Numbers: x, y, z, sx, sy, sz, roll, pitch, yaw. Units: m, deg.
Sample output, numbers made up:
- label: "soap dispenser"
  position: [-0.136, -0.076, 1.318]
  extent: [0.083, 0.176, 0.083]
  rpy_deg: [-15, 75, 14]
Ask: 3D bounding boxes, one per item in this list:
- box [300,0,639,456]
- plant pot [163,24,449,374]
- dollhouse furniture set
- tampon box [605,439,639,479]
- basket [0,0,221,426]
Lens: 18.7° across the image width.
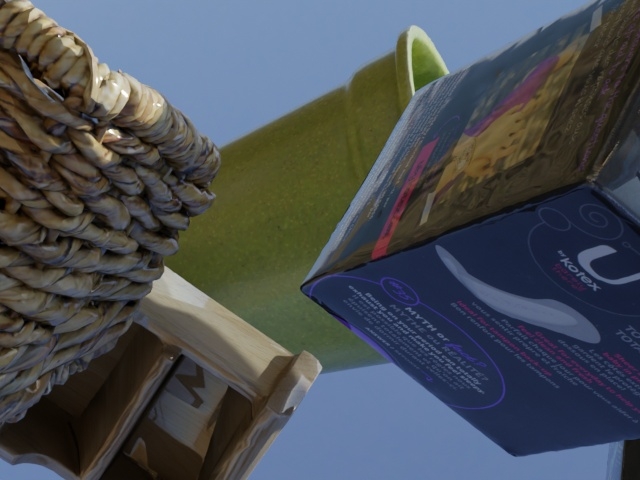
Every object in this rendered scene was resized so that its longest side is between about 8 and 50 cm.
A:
- label: "box"
  position: [0.138, -0.007, 0.936]
  extent: [0.143, 0.165, 0.270]
  rpy_deg: [-59, -163, -23]
- label: "plant pot"
  position: [0.000, 0.000, 1.546]
  extent: [0.253, 0.276, 0.276]
  rpy_deg: [-17, -150, 14]
- label: "dollhouse furniture set"
  position: [-0.206, 0.153, 1.096]
  extent: [0.362, 0.256, 0.394]
  rpy_deg: [-57, 179, 35]
- label: "tampon box"
  position: [0.277, 0.185, 1.509]
  extent: [0.101, 0.161, 0.120]
  rpy_deg: [6, -179, 4]
- label: "basket"
  position: [-0.185, -0.093, 0.876]
  extent: [0.213, 0.299, 0.223]
  rpy_deg: [-34, 157, -57]
